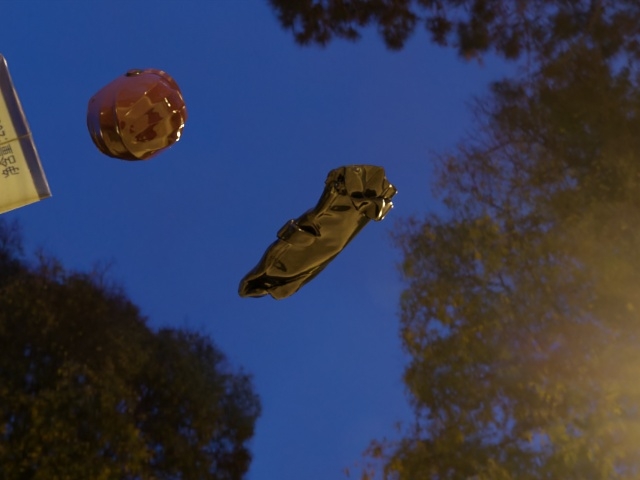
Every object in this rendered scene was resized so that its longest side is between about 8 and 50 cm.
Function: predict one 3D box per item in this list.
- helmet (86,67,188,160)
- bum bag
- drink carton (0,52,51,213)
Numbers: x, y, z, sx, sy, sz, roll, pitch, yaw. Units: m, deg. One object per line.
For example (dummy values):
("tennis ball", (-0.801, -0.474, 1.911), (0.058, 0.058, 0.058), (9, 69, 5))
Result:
("helmet", (-0.191, -0.136, 1.003), (0.123, 0.070, 0.098), (-33, -61, -23))
("bum bag", (0.000, 0.000, 0.880), (0.087, 0.049, 0.197), (4, -42, -49))
("drink carton", (-0.392, -0.048, 0.730), (0.315, 0.106, 0.130), (-21, -73, -22))
